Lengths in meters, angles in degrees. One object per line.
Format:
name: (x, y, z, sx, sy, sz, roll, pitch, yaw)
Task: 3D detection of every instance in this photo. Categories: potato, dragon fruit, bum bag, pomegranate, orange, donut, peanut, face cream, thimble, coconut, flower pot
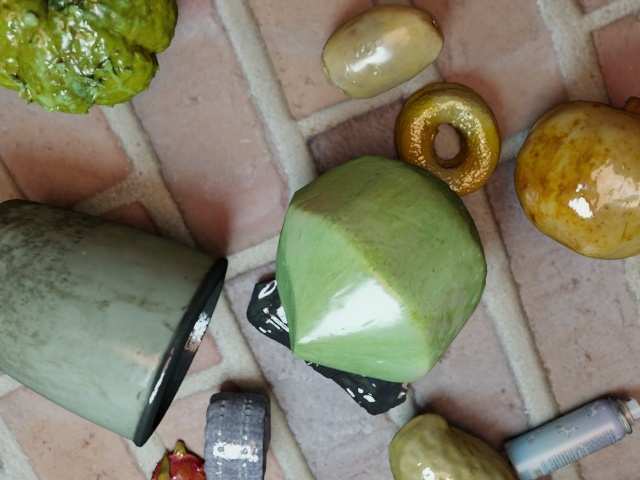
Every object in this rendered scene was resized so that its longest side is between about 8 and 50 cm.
potato: (0.084, -0.270, 1.055, 0.178, 0.118, 0.109, -23, 70, 20)
dragon fruit: (-0.240, 0.425, 1.274, 0.112, 0.068, 0.126, 31, 105, -9)
bum bag: (0.023, 0.159, 1.197, 0.310, 0.074, 0.137, 38, 105, -8)
pomegranate: (0.403, -0.092, 1.051, 0.248, 0.248, 0.248, 0, 106, 0)
orange: (-0.342, -0.323, 0.980, 0.301, 0.223, 0.300, 27, 99, -7)
donut: (0.193, -0.145, 1.112, 0.162, 0.065, 0.178, -25, 106, 7)
peanut: (0.250, 0.449, 1.235, 0.192, 0.169, 0.387, -31, 100, 17)
face cream: (0.427, 0.328, 1.246, 0.229, 0.075, 0.075, -27, 104, 7)
thimble: (-0.133, 0.320, 1.206, 0.097, 0.150, 0.150, 2, 106, 1)
coconut: (0.071, 0.048, 1.041, 0.328, 0.281, 0.329, -15, 113, -42)
flower pot: (-0.337, 0.100, 1.069, 0.330, 0.293, 0.294, 23, 105, -3)
